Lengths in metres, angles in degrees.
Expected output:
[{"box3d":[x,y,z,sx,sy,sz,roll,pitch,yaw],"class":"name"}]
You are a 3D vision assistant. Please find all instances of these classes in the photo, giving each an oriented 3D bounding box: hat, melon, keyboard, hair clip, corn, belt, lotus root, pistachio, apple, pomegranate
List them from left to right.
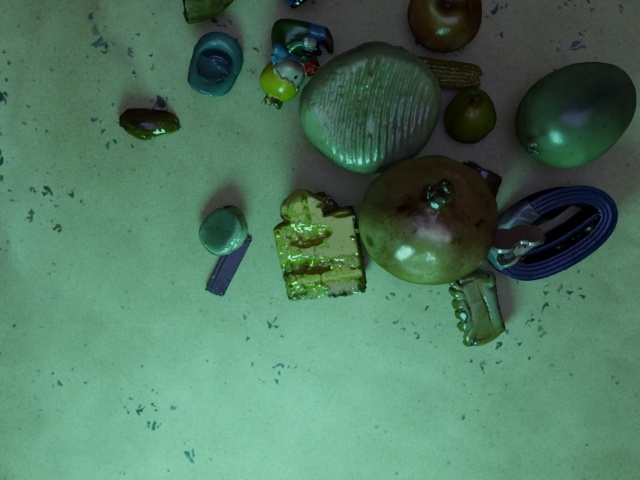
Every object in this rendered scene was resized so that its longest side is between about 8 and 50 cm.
[{"box3d":[-0.483,-0.325,1.605,0.173,0.049,0.089,5,96,1],"class":"pistachio"},{"box3d":[-0.289,-0.683,1.507,0.180,0.188,0.199,-8,93,-12],"class":"lotus root"},{"box3d":[-0.292,-0.473,1.576,0.138,0.078,0.191,21,77,-9],"class":"hat"},{"box3d":[-0.265,0.067,1.653,0.060,0.018,0.195,27,95,-7],"class":"keyboard"},{"box3d":[0.261,-0.053,1.383,0.338,0.338,0.338,0,95,2],"class":"pomegranate"},{"box3d":[0.322,-0.452,1.557,0.238,0.080,0.080,9,95,0],"class":"corn"},{"box3d":[0.329,-0.596,1.501,0.201,0.162,0.201,0,97,2],"class":"apple"},{"box3d":[0.493,-0.005,1.464,0.138,0.123,0.102,-38,120,14],"class":"hair clip"},{"box3d":[0.623,-0.026,1.569,0.347,0.117,0.212,-28,94,3],"class":"belt"},{"box3d":[0.651,-0.321,1.475,0.308,0.272,0.272,-17,95,9],"class":"melon"}]

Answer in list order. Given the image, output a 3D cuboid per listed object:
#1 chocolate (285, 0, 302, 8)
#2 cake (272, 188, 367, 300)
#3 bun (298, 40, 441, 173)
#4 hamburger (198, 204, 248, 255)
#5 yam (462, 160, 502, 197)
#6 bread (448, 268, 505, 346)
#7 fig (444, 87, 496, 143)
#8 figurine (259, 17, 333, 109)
[{"box3d":[-0.137,-0.765,1.507,0.126,0.148,0.343,-45,97,-12],"class":"chocolate"},{"box3d":[0.000,0.000,1.533,0.222,0.227,0.286,-8,95,4],"class":"cake"},{"box3d":[0.130,-0.333,1.496,0.362,0.234,0.326,-17,92,1],"class":"bun"},{"box3d":[-0.270,-0.025,1.608,0.133,0.062,0.140,45,102,22],"class":"hamburger"},{"box3d":[0.400,-0.067,1.571,0.131,0.131,0.280,18,96,0],"class":"yam"},{"box3d":[0.435,0.183,1.612,0.134,0.081,0.225,-13,93,-2],"class":"bread"},{"box3d":[0.403,-0.336,1.549,0.136,0.121,0.153,-6,120,7],"class":"fig"},{"box3d":[-0.065,-0.466,1.553,0.185,0.127,0.234,9,85,-7],"class":"figurine"}]
